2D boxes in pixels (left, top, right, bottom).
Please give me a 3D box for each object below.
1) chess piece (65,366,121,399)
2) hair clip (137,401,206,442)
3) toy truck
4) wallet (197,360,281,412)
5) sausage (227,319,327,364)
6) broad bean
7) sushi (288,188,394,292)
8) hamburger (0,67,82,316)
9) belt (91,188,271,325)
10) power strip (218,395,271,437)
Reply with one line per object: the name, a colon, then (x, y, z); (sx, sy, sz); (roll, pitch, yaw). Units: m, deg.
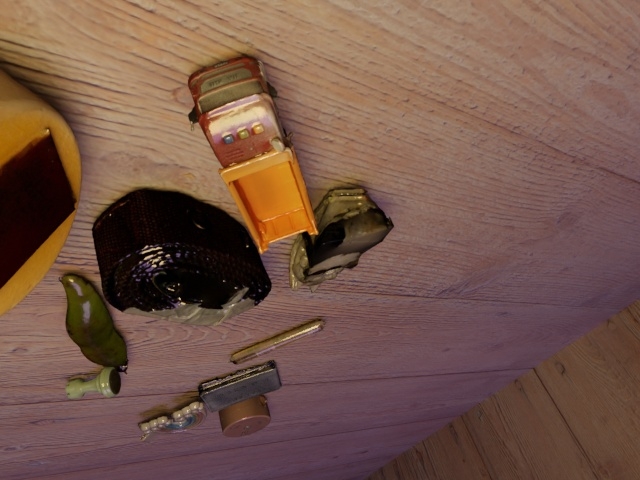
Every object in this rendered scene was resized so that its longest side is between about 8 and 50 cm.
chess piece: (-0.501, 0.319, 1.081); (0.103, 0.067, 0.067); (-12, 145, 1)
hair clip: (-0.404, 0.499, 1.363); (0.220, 0.054, 0.140); (-23, 143, 7)
toy truck: (-0.085, -0.104, 0.672); (0.114, 0.135, 0.270); (-20, 145, -1)
wallet: (-0.220, 0.410, 1.366); (0.221, 0.036, 0.167); (-15, 144, -10)
sausage: (-0.107, 0.253, 1.221); (0.268, 0.033, 0.033); (-23, 145, 1)
broad bean: (-0.424, 0.175, 0.926); (0.077, 0.061, 0.339); (-18, 146, -17)
sushi: (0.013, 0.002, 0.911); (0.134, 0.109, 0.273); (-10, 158, -22)
hamburger: (-0.381, -0.044, 0.482); (0.170, 0.302, 0.302); (23, 137, 3)
belt: (-0.209, 0.046, 0.783); (0.184, 0.164, 0.289); (-44, 142, 20)
power strip: (-0.226, 0.529, 1.484); (0.154, 0.078, 0.154); (-13, 143, -10)
